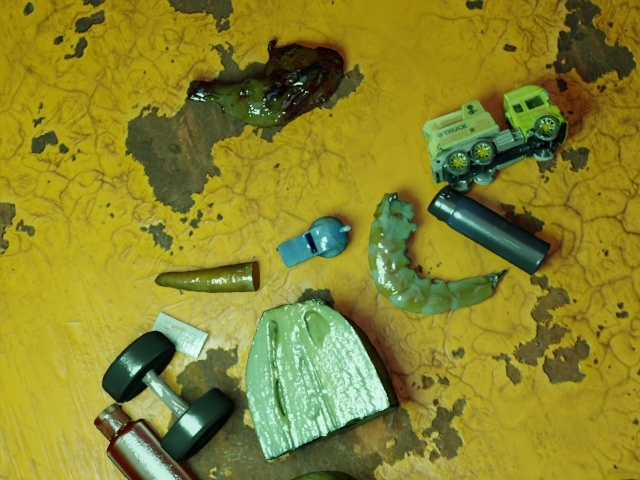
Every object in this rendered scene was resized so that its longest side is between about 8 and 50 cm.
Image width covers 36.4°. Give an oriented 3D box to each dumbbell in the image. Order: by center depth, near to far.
[{"bbox_3d":[-0.286,0.291,1.829,0.218,0.152,0.152,42,84,10],"label":"dumbbell"}]

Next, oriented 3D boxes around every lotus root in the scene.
[{"bbox_3d":[-0.015,0.242,1.834,0.267,0.149,0.260,-27,74,16],"label":"lotus root"}]

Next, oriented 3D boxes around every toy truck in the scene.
[{"bbox_3d":[0.336,-0.210,1.915,0.272,0.124,0.157,-22,68,2],"label":"toy truck"}]

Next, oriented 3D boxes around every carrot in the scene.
[{"bbox_3d":[-0.228,0.076,1.923,0.210,0.061,0.061,-3,79,7],"label":"carrot"}]

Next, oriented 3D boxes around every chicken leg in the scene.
[{"bbox_3d":[-0.107,-0.319,1.986,0.322,0.083,0.177,-29,70,-5],"label":"chicken leg"}]

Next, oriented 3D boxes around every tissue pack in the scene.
[{"bbox_3d":[-0.279,0.187,1.914,0.108,0.023,0.056,25,81,7],"label":"tissue pack"}]

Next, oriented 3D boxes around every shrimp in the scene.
[{"bbox_3d":[0.199,0.052,1.895,0.287,0.068,0.185,34,84,7],"label":"shrimp"}]

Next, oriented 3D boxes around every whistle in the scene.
[{"bbox_3d":[0.000,0.000,1.918,0.158,0.090,0.090,-24,75,37],"label":"whistle"}]

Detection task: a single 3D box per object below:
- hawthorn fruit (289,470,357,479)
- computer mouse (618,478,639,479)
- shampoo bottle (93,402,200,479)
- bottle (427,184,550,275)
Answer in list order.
[{"bbox_3d":[-0.027,0.557,1.715,0.301,0.268,0.267,-25,78,8],"label":"hawthorn fruit"},{"bbox_3d":[0.522,0.531,1.769,0.233,0.096,0.137,-32,74,1],"label":"computer mouse"},{"bbox_3d":[-0.327,0.423,1.849,0.102,0.064,0.260,-44,80,-5],"label":"shampoo bottle"},{"bbox_3d":[0.326,-0.022,1.900,0.244,0.082,0.072,32,56,6],"label":"bottle"}]
